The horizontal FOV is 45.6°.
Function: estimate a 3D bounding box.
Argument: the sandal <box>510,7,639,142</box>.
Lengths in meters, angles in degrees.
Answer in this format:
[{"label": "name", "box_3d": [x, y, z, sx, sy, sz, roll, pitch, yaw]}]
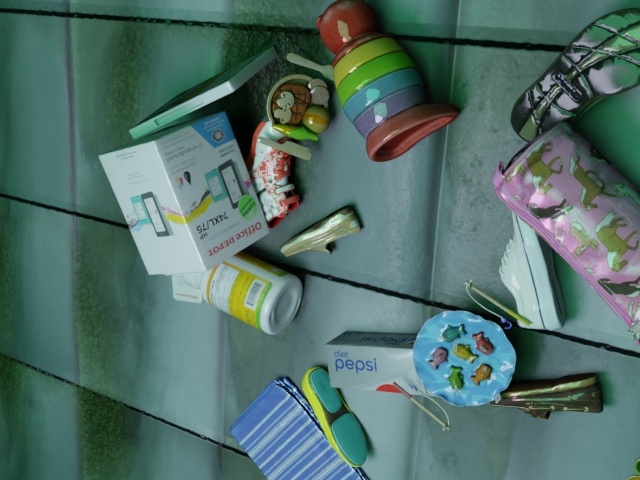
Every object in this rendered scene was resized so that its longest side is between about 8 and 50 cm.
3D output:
[{"label": "sandal", "box_3d": [0.431, -0.268, 1.227, 0.120, 0.086, 0.303, 55, 138, 2]}]

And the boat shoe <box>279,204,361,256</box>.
[{"label": "boat shoe", "box_3d": [0.000, 0.000, 1.570, 0.190, 0.068, 0.072, -28, 98, 34]}]

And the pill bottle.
[{"label": "pill bottle", "box_3d": [-0.174, 0.097, 1.656, 0.246, 0.136, 0.136, 23, 113, 26]}]

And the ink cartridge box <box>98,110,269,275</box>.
[{"label": "ink cartridge box", "box_3d": [-0.272, -0.091, 1.542, 0.197, 0.198, 0.270, -5, 111, 43]}]

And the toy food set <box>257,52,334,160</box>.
[{"label": "toy food set", "box_3d": [-0.038, -0.259, 1.479, 0.038, 0.132, 0.192, -135, 63, -68]}]

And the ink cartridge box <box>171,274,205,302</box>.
[{"label": "ink cartridge box", "box_3d": [-0.301, 0.079, 1.782, 0.088, 0.052, 0.122, 6, 103, 31]}]

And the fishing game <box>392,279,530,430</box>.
[{"label": "fishing game", "box_3d": [0.256, 0.219, 1.374, 0.189, 0.041, 0.264, 39, 109, 8]}]

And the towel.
[{"label": "towel", "box_3d": [-0.052, 0.501, 1.738, 0.336, 0.040, 0.243, 49, 122, 13]}]

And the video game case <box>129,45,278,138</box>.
[{"label": "video game case", "box_3d": [-0.240, -0.304, 1.563, 0.285, 0.204, 0.025, -17, 113, 34]}]

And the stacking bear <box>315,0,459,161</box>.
[{"label": "stacking bear", "box_3d": [0.094, -0.309, 1.385, 0.175, 0.164, 0.289, -32, 80, 33]}]

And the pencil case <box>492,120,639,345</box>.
[{"label": "pencil case", "box_3d": [0.449, -0.012, 1.204, 0.386, 0.167, 0.160, 48, 127, 7]}]

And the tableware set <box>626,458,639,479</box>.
[{"label": "tableware set", "box_3d": [0.585, 0.462, 1.339, 0.104, 0.024, 0.154, 19, 112, 27]}]

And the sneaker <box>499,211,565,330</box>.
[{"label": "sneaker", "box_3d": [0.357, 0.040, 1.335, 0.091, 0.094, 0.258, -10, 97, 30]}]

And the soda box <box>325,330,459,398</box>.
[{"label": "soda box", "box_3d": [0.155, 0.244, 1.513, 0.286, 0.091, 0.098, -1, 102, 32]}]

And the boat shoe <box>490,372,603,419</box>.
[{"label": "boat shoe", "box_3d": [0.405, 0.290, 1.380, 0.207, 0.073, 0.073, -13, 93, 34]}]

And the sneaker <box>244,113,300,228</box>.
[{"label": "sneaker", "box_3d": [-0.084, -0.147, 1.571, 0.145, 0.090, 0.270, 43, 124, 15]}]

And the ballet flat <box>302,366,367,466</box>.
[{"label": "ballet flat", "box_3d": [0.026, 0.383, 1.649, 0.231, 0.077, 0.077, 62, 145, 8]}]
